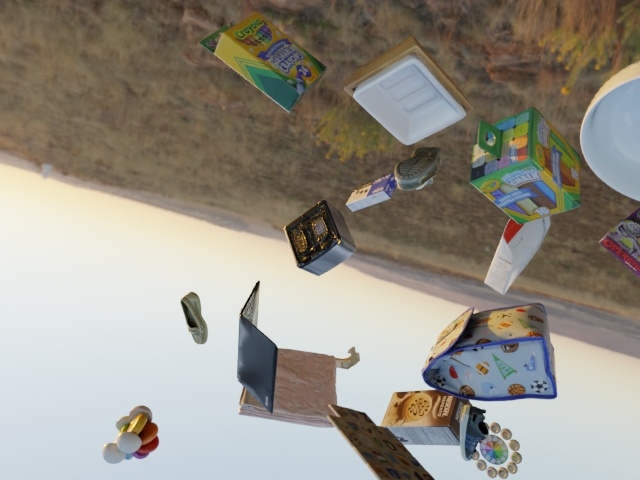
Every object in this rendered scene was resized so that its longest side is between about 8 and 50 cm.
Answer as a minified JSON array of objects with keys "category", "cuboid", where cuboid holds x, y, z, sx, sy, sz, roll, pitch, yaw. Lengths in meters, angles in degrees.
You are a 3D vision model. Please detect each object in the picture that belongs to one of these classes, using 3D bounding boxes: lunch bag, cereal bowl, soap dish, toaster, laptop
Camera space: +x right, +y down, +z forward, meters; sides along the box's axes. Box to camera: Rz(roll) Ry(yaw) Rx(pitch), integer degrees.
[{"category":"lunch bag","cuboid":[0.531,0.351,1.855,0.386,0.238,0.328,-12,-173,23]},{"category":"cereal bowl","cuboid":[0.685,-0.222,1.101,0.339,0.141,0.339,26,154,14]},{"category":"soap dish","cuboid":[0.242,-0.405,1.587,0.229,0.118,0.291,-24,142,34]},{"category":"toaster","cuboid":[0.000,0.000,1.722,0.110,0.168,0.185,30,-149,-48]},{"category":"laptop","cuboid":[-0.153,0.283,1.589,0.137,0.234,0.264,11,-151,7]}]

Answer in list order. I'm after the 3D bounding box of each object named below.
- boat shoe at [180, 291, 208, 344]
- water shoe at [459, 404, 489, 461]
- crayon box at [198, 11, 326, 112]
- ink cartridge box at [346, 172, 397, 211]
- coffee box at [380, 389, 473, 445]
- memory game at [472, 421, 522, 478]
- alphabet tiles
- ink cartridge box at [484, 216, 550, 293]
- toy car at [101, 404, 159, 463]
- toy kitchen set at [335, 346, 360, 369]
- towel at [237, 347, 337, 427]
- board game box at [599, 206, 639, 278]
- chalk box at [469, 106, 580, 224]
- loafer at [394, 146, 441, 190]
[{"category":"boat shoe","cuboid":[-0.336,0.211,1.532,0.056,0.152,0.048,9,-154,30]},{"category":"water shoe","cuboid":[0.457,0.580,1.722,0.080,0.203,0.073,3,-151,23]},{"category":"crayon box","cuboid":[-0.161,-0.539,1.694,0.323,0.203,0.083,37,134,-4]},{"category":"ink cartridge box","cuboid":[0.195,-0.180,2.201,0.046,0.097,0.207,44,144,-23]},{"category":"coffee box","cuboid":[0.389,0.646,2.127,0.297,0.168,0.118,-16,119,39]},{"category":"memory game","cuboid":[0.557,0.674,1.871,0.186,0.186,0.012,15,-167,38]},{"category":"alphabet tiles","cuboid":[0.167,0.553,1.518,0.285,0.011,0.342,29,-172,-45]},{"category":"ink cartridge box","cuboid":[0.738,-0.032,2.068,0.091,0.308,0.384,34,143,24]},{"category":"toy car","cuboid":[-0.578,0.622,1.820,0.136,0.182,0.159,43,-154,-18]},{"category":"toy kitchen set","cuboid":[0.094,0.430,2.174,0.075,0.068,0.083,1,-165,40]},{"category":"towel","cuboid":[-0.098,0.475,1.946,0.317,0.053,0.331,10,-152,-5]},{"category":"board game box","cuboid":[0.859,0.063,1.361,0.347,0.208,0.056,48,152,22]},{"category":"chalk box","cuboid":[0.506,-0.202,1.482,0.289,0.180,0.179,33,146,-30]},{"category":"loafer","cuboid":[0.254,-0.167,1.453,0.095,0.087,0.251,3,-157,27]}]
